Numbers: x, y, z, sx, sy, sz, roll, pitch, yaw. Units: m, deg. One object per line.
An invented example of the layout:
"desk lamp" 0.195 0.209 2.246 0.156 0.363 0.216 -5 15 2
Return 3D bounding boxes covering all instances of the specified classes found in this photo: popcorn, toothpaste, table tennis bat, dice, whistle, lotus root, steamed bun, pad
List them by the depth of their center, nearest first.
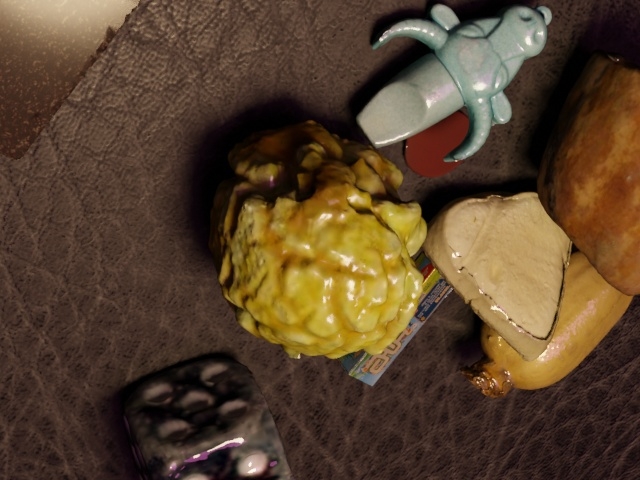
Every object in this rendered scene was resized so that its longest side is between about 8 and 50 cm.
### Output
"pad" -0.315 -0.258 1.372 0.220 0.004 0.330 32 103 -36
"popcorn" 0.001 0.010 1.517 0.282 0.282 0.247 6 127 -28
"whistle" 0.165 -0.205 1.573 0.274 0.093 0.186 -34 98 -3
"table tennis bat" 0.133 -0.133 1.650 0.154 0.019 0.098 23 109 -37
"lotus root" 0.415 -0.084 1.673 0.316 0.316 0.250 26 109 -35
"dice" -0.146 0.275 1.674 0.183 0.181 0.182 -19 124 -13
"steamed bun" 0.224 0.021 1.718 0.212 0.231 0.110 30 149 -18
"toothpaste" 0.098 0.105 1.765 0.070 0.044 0.193 29 104 -36
"lotus root" 0.325 0.105 1.810 0.303 0.146 0.131 -42 166 -4
